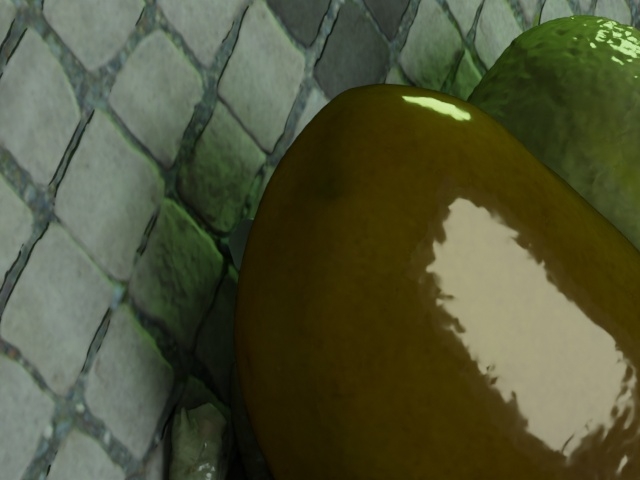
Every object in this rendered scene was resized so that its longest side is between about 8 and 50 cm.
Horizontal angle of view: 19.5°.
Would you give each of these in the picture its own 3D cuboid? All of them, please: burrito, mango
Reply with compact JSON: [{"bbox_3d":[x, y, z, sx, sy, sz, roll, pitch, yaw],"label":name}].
[{"bbox_3d":[-0.076,0.197,1.199,0.045,0.041,0.186,1,87,-48],"label":"burrito"},{"bbox_3d":[0.105,0.097,1.227,0.300,0.232,0.446,-39,122,-12],"label":"mango"}]

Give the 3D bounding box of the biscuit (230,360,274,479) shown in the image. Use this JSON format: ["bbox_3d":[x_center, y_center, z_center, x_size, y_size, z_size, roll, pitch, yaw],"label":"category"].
[{"bbox_3d":[0.012,0.154,1.339,0.250,0.032,0.133,14,79,-55],"label":"biscuit"}]

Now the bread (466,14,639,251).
[{"bbox_3d":[0.240,-0.028,1.448,0.320,0.320,0.237,42,72,-49],"label":"bread"}]

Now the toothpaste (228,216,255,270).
[{"bbox_3d":[0.000,0.000,1.319,0.194,0.042,0.067,-3,91,-62],"label":"toothpaste"}]
